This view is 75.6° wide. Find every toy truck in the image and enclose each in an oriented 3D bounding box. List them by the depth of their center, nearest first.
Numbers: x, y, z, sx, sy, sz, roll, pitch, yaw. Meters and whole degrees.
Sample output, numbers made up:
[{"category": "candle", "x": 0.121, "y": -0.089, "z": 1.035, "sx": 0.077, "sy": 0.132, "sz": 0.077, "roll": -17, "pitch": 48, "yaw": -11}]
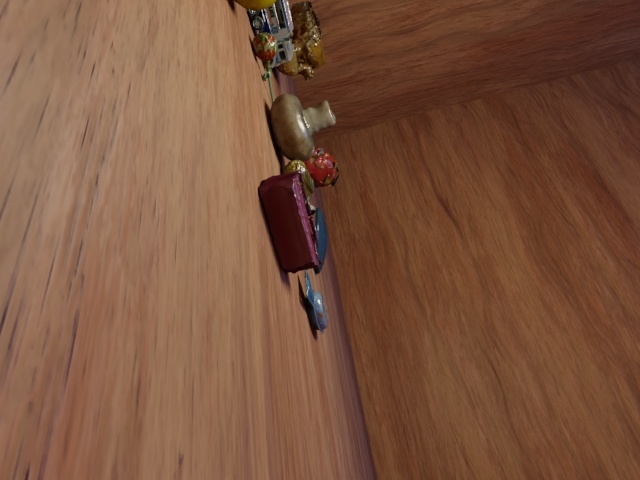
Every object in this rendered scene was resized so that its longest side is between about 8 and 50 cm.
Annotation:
[{"category": "toy truck", "x": -0.177, "y": -0.812, "z": 1.573, "sx": 0.124, "sy": 0.155, "sz": 0.268, "roll": -98, "pitch": 173, "yaw": -52}]

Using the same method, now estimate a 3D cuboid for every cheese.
[{"category": "cheese", "x": -0.015, "y": 0.200, "z": 1.277, "sx": 0.135, "sy": 0.052, "sz": 0.245, "roll": -99, "pitch": 174, "yaw": -47}]

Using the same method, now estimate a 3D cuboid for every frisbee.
[{"category": "frisbee", "x": 0.005, "y": 0.000, "z": 1.793, "sx": 0.289, "sy": 0.049, "sz": 0.289, "roll": 0, "pitch": 90, "yaw": -89}]

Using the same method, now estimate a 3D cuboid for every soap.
[{"category": "soap", "x": -0.067, "y": -0.037, "z": 1.020, "sx": 0.162, "sy": 0.099, "sz": 0.250, "roll": -89, "pitch": 165, "yaw": -74}]

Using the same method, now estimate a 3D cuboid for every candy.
[{"category": "candy", "x": -0.189, "y": -0.605, "z": 1.492, "sx": 0.084, "sy": 0.078, "sz": 0.288, "roll": 56, "pitch": -19, "yaw": 34}]

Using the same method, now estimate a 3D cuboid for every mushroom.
[{"category": "mushroom", "x": -0.057, "y": -0.400, "z": 1.439, "sx": 0.243, "sy": 0.243, "sz": 0.243, "roll": -13, "pitch": 90, "yaw": -86}]

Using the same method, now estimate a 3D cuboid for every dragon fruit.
[{"category": "dragon fruit", "x": -0.002, "y": -0.397, "z": 2.265, "sx": 0.227, "sy": 0.224, "sz": 0.224, "roll": 93, "pitch": -15, "yaw": -81}]

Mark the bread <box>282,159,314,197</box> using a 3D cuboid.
[{"category": "bread", "x": -0.079, "y": -0.218, "z": 1.494, "sx": 0.087, "sy": 0.098, "sz": 0.269, "roll": 48, "pitch": 0, "yaw": 9}]

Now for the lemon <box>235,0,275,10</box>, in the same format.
[{"category": "lemon", "x": -0.185, "y": -0.736, "z": 1.150, "sx": 0.206, "sy": 0.173, "sz": 0.173, "roll": -150, "pitch": -137, "yaw": -66}]

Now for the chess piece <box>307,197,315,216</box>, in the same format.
[{"category": "chess piece", "x": -0.068, "y": -0.178, "z": 1.805, "sx": 0.059, "sy": 0.059, "sz": 0.149, "roll": 69, "pitch": 1, "yaw": -60}]

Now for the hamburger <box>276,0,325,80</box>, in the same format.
[{"category": "hamburger", "x": -0.115, "y": -0.928, "z": 1.993, "sx": 0.287, "sy": 0.268, "sz": 0.445, "roll": 69, "pitch": 4, "yaw": -49}]
